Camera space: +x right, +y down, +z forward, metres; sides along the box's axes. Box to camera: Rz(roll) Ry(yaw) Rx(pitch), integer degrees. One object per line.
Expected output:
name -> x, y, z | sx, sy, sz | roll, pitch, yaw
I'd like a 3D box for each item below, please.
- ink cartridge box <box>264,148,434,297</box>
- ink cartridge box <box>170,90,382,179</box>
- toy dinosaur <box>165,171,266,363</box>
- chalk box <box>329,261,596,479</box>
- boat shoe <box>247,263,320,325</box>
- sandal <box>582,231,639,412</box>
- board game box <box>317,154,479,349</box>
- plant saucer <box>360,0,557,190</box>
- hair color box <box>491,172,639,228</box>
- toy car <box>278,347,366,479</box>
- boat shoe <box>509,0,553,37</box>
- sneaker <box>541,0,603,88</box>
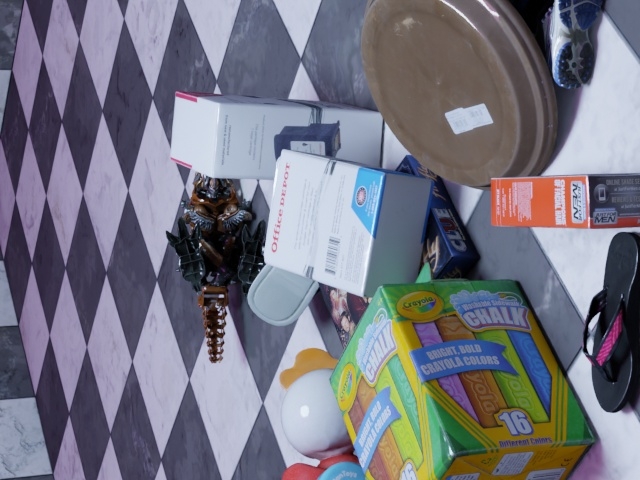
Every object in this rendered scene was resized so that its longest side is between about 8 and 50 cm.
ink cartridge box -> 0.030, -0.022, 1.662 | 0.203, 0.086, 0.148 | 18, 101, 51
ink cartridge box -> -0.058, -0.137, 1.824 | 0.172, 0.237, 0.100 | -156, 69, -63
toy dinosaur -> -0.160, 0.024, 2.217 | 0.218, 0.164, 0.322 | 168, 81, -79
chalk box -> 0.134, 0.157, 1.494 | 0.180, 0.179, 0.289 | 113, 145, -41
boat shoe -> 0.000, 0.000, 1.866 | 0.302, 0.114, 0.091 | -41, 13, 41
sandal -> 0.280, 0.079, 1.338 | 0.067, 0.040, 0.179 | -155, 66, -62
board game box -> 0.090, 0.037, 1.698 | 0.243, 0.042, 0.165 | -56, 42, 37
plant saucer -> 0.138, -0.171, 1.484 | 0.278, 0.041, 0.278 | 36, 145, 31
hair color box -> 0.248, -0.039, 1.337 | 0.167, 0.093, 0.053 | -179, 87, -66
toy car -> 0.037, 0.235, 1.661 | 0.219, 0.210, 0.238 | 122, 136, -65
boat shoe -> 0.201, -0.232, 1.455 | 0.228, 0.080, 0.076 | -58, 39, 39
sneaker -> 0.245, -0.224, 1.382 | 0.058, 0.052, 0.135 | -137, 50, -62
